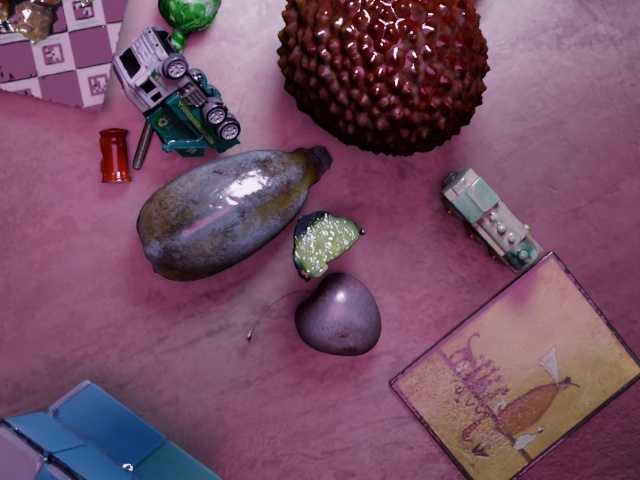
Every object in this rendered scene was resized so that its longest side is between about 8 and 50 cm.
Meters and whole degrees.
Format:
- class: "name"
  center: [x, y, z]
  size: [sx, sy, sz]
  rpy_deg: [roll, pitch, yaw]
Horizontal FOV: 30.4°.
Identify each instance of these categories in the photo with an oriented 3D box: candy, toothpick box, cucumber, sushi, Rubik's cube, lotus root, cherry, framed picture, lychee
- class: "candy"
  center: [-0.231, -0.259, 1.789]
  size: [0.097, 0.097, 0.323]
  rpy_deg: [18, 100, -5]
- class: "toothpick box"
  center: [-0.314, -0.130, 1.798]
  size: [0.047, 0.047, 0.083]
  rpy_deg: [-4, 93, -4]
- class: "cucumber"
  center: [0.000, 0.000, 1.755]
  size: [0.115, 0.193, 0.086]
  rpy_deg: [-42, 87, 0]
- class: "sushi"
  center: [-0.434, -0.357, 1.769]
  size: [0.294, 0.059, 0.292]
  rpy_deg: [16, 92, -5]
- class: "Rubik's cube"
  center: [-0.353, 0.419, 1.695]
  size: [0.387, 0.358, 0.368]
  rpy_deg: [33, 130, 19]
- class: "lotus root"
  center: [-0.122, -0.055, 1.770]
  size: [0.322, 0.140, 0.158]
  rpy_deg: [-28, 95, -4]
- class: "cherry"
  center: [0.009, 0.140, 1.814]
  size: [0.188, 0.115, 0.148]
  rpy_deg: [-48, 134, 7]
- class: "framed picture"
  center: [0.317, 0.219, 1.877]
  size: [0.338, 0.014, 0.255]
  rpy_deg: [-39, 95, -1]
- class: "lychee"
  center: [0.094, -0.271, 1.690]
  size: [0.306, 0.306, 0.330]
  rpy_deg: [-8, 133, -3]

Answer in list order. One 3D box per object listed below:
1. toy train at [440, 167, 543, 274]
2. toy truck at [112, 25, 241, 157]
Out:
- class: "toy train"
  center: [0.263, -0.027, 1.804]
  size: [0.081, 0.125, 0.194]
  rpy_deg: [-43, 95, 3]
- class: "toy truck"
  center: [-0.215, -0.203, 1.723]
  size: [0.116, 0.110, 0.216]
  rpy_deg: [-37, 137, 4]
